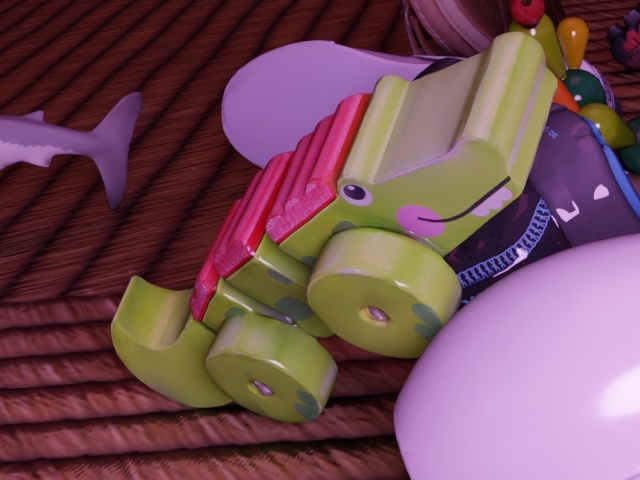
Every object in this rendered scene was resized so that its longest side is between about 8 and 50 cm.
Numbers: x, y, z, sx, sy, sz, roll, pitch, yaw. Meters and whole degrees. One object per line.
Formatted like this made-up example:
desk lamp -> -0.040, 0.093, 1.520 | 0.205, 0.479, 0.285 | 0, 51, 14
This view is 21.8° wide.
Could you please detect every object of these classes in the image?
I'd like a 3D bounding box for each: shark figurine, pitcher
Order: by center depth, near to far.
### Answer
pitcher -> 0.135, 0.062, 0.629 | 0.207, 0.125, 0.178 | -31, 21, 17
shark figurine -> -0.274, -0.082, 1.236 | 0.278, 0.116, 0.166 | -14, -24, -2

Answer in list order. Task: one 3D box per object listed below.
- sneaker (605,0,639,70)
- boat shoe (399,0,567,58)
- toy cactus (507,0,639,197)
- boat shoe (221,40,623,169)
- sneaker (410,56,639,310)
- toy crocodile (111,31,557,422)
sneaker -> 0.371, -0.188, 1.423 | 0.276, 0.135, 0.097 | -23, 15, 45
boat shoe -> 0.124, -0.171, 1.366 | 0.110, 0.122, 0.341 | -14, -11, 20
toy cactus -> 0.198, -0.062, 1.025 | 0.219, 0.112, 0.180 | 33, -14, 6
boat shoe -> 0.076, -0.095, 1.247 | 0.301, 0.108, 0.102 | -3, -5, 22
sneaker -> 0.070, -0.024, 0.993 | 0.139, 0.125, 0.341 | -32, 11, -5
toy crocodile -> 0.000, 0.000, 0.785 | 0.340, 0.105, 0.115 | -39, 24, 59
